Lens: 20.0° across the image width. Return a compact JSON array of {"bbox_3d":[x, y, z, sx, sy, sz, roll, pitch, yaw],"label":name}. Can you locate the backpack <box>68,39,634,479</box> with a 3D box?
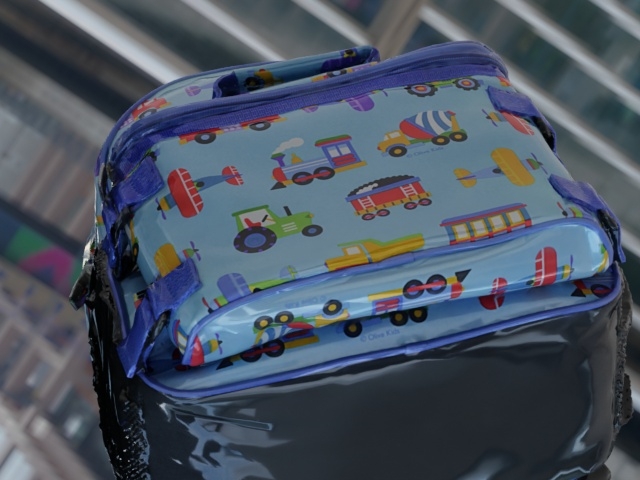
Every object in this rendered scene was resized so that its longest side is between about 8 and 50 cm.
[{"bbox_3d":[0.000,0.000,0.559,0.173,0.158,0.117,-111,14,-50],"label":"backpack"}]
